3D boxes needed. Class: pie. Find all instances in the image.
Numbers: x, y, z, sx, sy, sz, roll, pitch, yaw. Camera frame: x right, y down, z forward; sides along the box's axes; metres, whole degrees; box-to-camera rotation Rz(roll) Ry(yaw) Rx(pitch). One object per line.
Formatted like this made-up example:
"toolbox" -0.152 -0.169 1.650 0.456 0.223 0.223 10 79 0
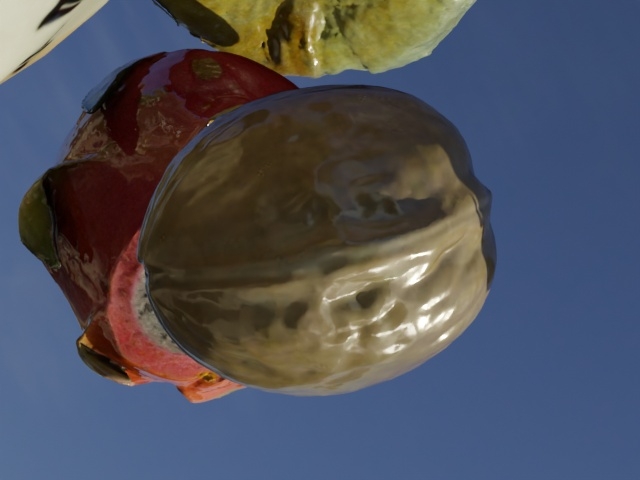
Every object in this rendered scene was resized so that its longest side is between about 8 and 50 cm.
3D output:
"pie" -0.007 -0.232 1.460 0.306 0.071 0.306 4 -37 3

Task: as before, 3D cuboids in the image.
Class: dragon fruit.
"dragon fruit" -0.095 -0.001 1.460 0.291 0.290 0.189 62 7 -17

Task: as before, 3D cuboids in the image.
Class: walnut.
"walnut" 0.000 0.000 0.827 0.140 0.162 0.140 168 -90 -90

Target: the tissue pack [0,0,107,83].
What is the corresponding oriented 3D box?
"tissue pack" -0.057 -0.245 0.586 0.195 0.390 0.375 29 -46 2
